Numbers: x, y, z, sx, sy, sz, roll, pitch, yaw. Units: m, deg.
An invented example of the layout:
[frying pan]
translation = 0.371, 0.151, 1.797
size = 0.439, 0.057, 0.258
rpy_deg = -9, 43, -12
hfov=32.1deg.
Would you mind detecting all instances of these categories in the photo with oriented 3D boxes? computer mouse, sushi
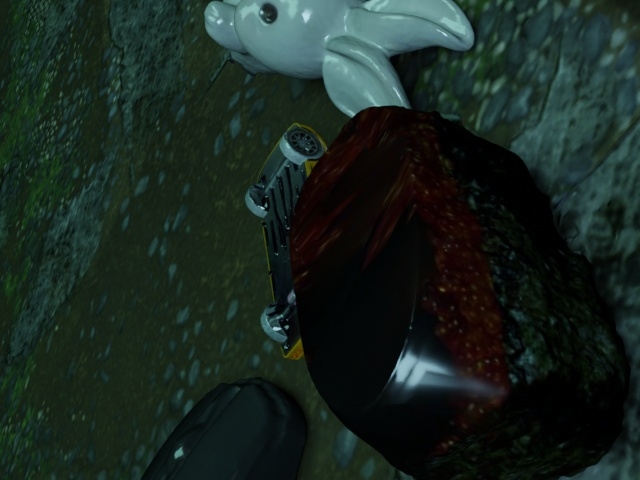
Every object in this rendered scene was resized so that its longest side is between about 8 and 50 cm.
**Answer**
[computer mouse]
translation = -0.095, 0.218, 0.761
size = 0.137, 0.086, 0.270
rpy_deg = -8, 65, 56
[sushi]
translation = 0.066, 0.029, 0.584
size = 0.136, 0.126, 0.225
rpy_deg = -53, 28, 29

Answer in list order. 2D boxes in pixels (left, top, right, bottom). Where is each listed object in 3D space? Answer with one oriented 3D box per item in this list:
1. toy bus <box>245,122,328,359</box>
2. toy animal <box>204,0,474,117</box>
[toy bus]
translation = 0.000, 0.000, 0.749
size = 0.069, 0.074, 0.162
rpy_deg = -52, 36, 40
[toy animal]
translation = 0.001, -0.158, 0.799
size = 0.104, 0.130, 0.220
rpy_deg = -55, 33, -3
